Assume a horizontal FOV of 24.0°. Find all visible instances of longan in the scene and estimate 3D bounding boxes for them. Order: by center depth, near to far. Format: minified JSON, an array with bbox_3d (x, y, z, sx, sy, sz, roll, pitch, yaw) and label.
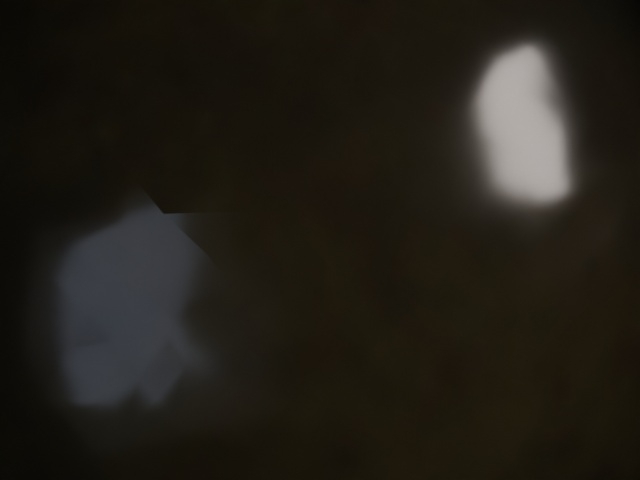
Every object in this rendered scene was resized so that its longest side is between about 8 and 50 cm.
[{"bbox_3d":[0.000,0.000,0.537,0.319,0.319,0.318,5,99,30],"label":"longan"}]
